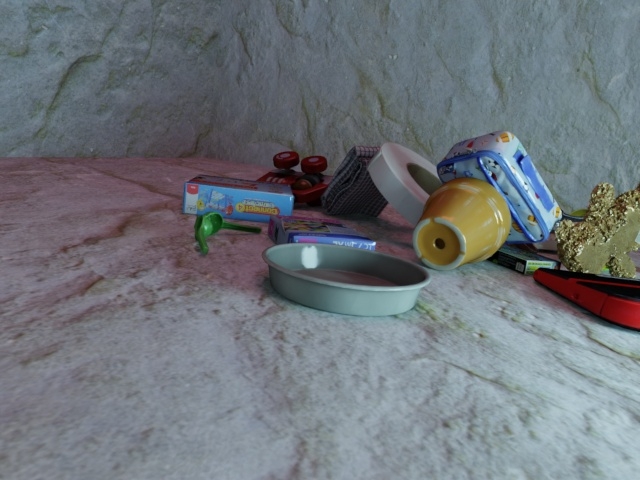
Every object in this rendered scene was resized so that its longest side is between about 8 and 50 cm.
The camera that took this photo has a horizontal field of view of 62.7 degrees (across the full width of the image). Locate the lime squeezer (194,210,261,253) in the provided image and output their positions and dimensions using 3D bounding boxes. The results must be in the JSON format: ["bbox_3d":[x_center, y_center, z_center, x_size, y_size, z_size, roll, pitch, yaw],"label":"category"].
[{"bbox_3d":[-0.237,-0.018,1.174,0.110,0.059,0.310,40,14,5],"label":"lime squeezer"}]

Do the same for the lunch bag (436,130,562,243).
[{"bbox_3d":[0.439,-0.126,1.302,0.303,0.115,0.243,49,-20,-18],"label":"lunch bag"}]

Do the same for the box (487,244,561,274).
[{"bbox_3d":[0.495,0.044,1.352,0.114,0.036,0.207,3,12,-24],"label":"box"}]

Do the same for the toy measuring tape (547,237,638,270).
[{"bbox_3d":[0.720,0.035,1.473,0.329,0.122,0.121,-12,0,31],"label":"toy measuring tape"}]

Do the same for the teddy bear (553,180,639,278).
[{"bbox_3d":[0.717,-0.024,1.286,0.245,0.338,0.113,49,-7,-16],"label":"teddy bear"}]

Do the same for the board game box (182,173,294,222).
[{"bbox_3d":[-0.241,-0.131,1.606,0.307,0.086,0.302,6,11,-6],"label":"board game box"}]

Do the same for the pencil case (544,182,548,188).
[{"bbox_3d":[0.635,-0.143,1.951,0.385,0.167,0.160,5,49,37],"label":"pencil case"}]

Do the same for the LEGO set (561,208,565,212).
[{"bbox_3d":[0.831,-0.076,1.997,0.286,0.107,0.132,7,11,-3],"label":"LEGO set"}]

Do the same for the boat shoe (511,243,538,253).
[{"bbox_3d":[0.544,-0.037,1.497,0.073,0.073,0.207,8,37,-50],"label":"boat shoe"}]

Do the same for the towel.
[{"bbox_3d":[0.153,-0.189,1.770,0.234,0.284,0.121,-8,59,-35],"label":"towel"}]

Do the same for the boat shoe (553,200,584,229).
[{"bbox_3d":[0.748,-0.092,1.738,0.300,0.102,0.108,7,8,-2],"label":"boat shoe"}]

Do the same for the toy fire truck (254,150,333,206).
[{"bbox_3d":[-0.106,-0.194,1.911,0.302,0.170,0.254,13,37,30],"label":"toy fire truck"}]

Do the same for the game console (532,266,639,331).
[{"bbox_3d":[0.677,0.126,1.049,0.386,0.060,0.342,7,6,-5],"label":"game console"}]

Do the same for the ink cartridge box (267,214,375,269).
[{"bbox_3d":[0.000,0.000,1.186,0.185,0.065,0.311,4,13,-17],"label":"ink cartridge box"}]

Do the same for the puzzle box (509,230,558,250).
[{"bbox_3d":[0.656,-0.020,1.713,0.408,0.052,0.272,6,9,-9],"label":"puzzle box"}]

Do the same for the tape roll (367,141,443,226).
[{"bbox_3d":[0.309,-0.134,1.525,0.391,0.072,0.392,29,30,-18],"label":"tape roll"}]

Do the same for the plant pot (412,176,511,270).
[{"bbox_3d":[0.309,-0.024,1.215,0.205,0.205,0.188,15,29,33],"label":"plant pot"}]

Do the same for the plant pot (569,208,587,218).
[{"bbox_3d":[0.922,-0.030,1.831,0.095,0.134,0.134,31,0,-26],"label":"plant pot"}]

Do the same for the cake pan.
[{"bbox_3d":[0.042,0.062,0.910,0.292,0.054,0.293,7,11,-1],"label":"cake pan"}]
